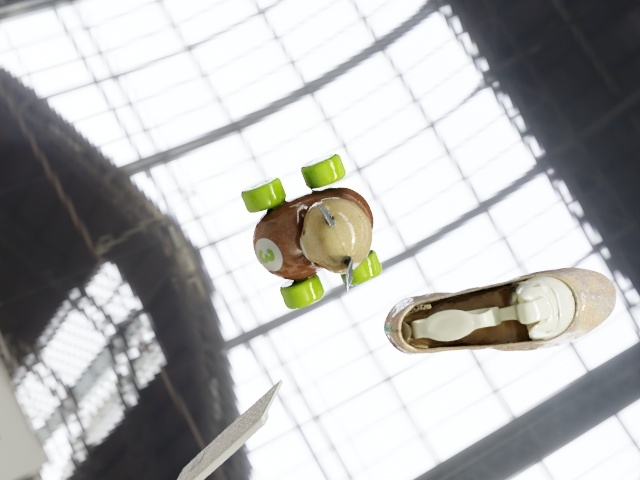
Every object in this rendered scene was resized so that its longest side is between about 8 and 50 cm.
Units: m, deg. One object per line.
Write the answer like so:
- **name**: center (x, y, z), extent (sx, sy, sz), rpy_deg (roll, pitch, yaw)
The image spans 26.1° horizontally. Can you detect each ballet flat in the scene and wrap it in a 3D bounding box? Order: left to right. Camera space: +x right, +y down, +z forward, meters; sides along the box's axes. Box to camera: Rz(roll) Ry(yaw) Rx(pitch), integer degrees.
- **ballet flat**: center (0.240, 0.103, 1.830), extent (0.106, 0.315, 0.108), rpy_deg (26, 52, -84)

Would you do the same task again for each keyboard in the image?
- **keyboard**: center (-0.124, 0.257, 1.728), extent (0.014, 0.072, 0.256), rpy_deg (34, -48, -13)

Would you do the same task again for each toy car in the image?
- **toy car**: center (0.000, 0.000, 1.578), extent (0.188, 0.148, 0.155), rpy_deg (-130, -162, -78)
